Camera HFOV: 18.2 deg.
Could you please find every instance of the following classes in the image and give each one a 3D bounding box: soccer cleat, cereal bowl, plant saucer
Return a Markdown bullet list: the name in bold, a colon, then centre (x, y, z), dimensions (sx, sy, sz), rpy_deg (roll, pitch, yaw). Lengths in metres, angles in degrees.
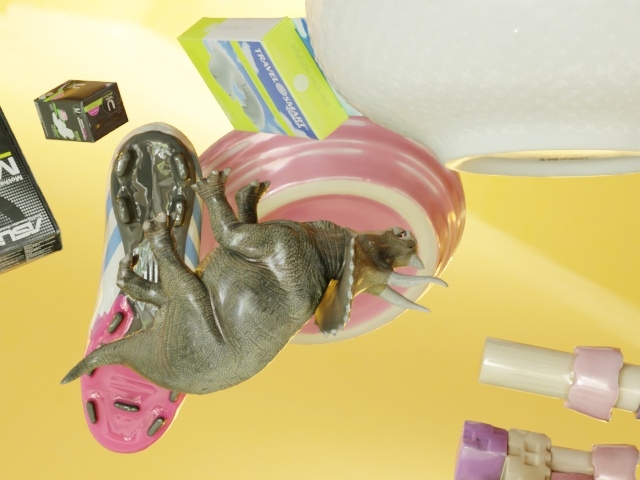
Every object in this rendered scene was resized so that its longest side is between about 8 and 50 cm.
- **soccer cleat**: centre (-0.167, 0.045, 1.998), dimensions (0.116, 0.331, 0.143), rpy_deg (8, -173, 1)
- **cereal bowl**: centre (0.158, -0.119, 1.293), dimensions (0.339, 0.141, 0.339), rpy_deg (-1, 175, 0)
- **plant saucer**: centre (0.000, 0.000, 2.174), dimensions (0.332, 0.332, 0.084), rpy_deg (18, -142, -27)

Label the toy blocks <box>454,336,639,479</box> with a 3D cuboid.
- **toy blocks**: centre (0.236, 0.282, 1.709), dimensions (0.260, 0.309, 0.288), rpy_deg (11, -143, 0)

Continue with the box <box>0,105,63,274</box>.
- **box**: centre (-0.366, -0.037, 1.896), dimensions (0.191, 0.045, 0.184), rpy_deg (-21, -118, -14)

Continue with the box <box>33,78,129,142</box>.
- **box**: centre (-0.270, -0.147, 2.251), dimensions (0.083, 0.052, 0.062), rpy_deg (8, -148, 41)

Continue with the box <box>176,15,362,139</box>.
- **box**: centre (-0.046, -0.144, 1.749), dimensions (0.178, 0.042, 0.109), rpy_deg (11, 138, 59)

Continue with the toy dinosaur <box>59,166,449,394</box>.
- **toy dinosaur**: centre (-0.075, 0.048, 1.576), dimensions (0.160, 0.313, 0.121), rpy_deg (59, -177, 17)
